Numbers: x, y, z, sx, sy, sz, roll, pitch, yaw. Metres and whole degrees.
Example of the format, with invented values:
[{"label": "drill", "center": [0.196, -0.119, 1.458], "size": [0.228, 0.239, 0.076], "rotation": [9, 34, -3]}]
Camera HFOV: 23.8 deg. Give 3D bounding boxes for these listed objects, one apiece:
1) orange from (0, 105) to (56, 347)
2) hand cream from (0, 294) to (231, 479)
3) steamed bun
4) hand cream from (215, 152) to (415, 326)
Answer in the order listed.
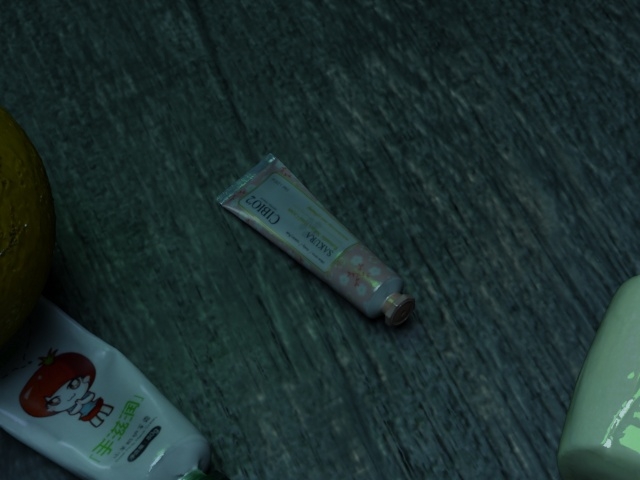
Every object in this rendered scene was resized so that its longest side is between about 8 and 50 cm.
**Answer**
[{"label": "orange", "center": [-0.340, -0.011, 1.203], "size": [0.274, 0.274, 0.274], "rotation": [-3, 62, 6]}, {"label": "hand cream", "center": [-0.209, 0.129, 1.259], "size": [0.336, 0.076, 0.121], "rotation": [32, 69, 29]}, {"label": "steamed bun", "center": [0.315, 0.134, 1.122], "size": [0.250, 0.155, 0.200], "rotation": [13, 62, 21]}, {"label": "hand cream", "center": [0.000, 0.000, 1.304], "size": [0.067, 0.043, 0.209], "rotation": [-42, 59, -14]}]
